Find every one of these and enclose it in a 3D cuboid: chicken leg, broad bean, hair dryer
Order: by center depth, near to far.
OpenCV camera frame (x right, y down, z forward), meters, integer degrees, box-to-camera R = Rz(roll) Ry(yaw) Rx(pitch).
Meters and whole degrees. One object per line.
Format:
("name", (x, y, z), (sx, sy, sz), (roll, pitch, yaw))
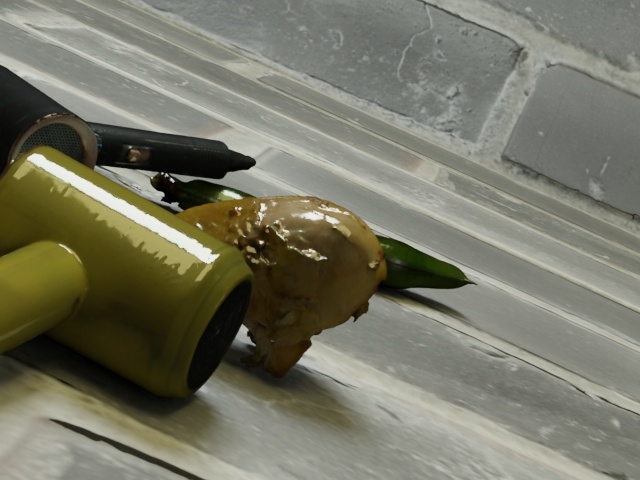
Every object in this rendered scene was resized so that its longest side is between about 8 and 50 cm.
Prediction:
("hair dryer", (-0.139, 0.038, 0.605), (0.135, 0.090, 0.278), (29, 19, 11))
("chicken leg", (-0.065, 0.023, 0.793), (0.207, 0.101, 0.085), (1, 12, -8))
("hair dryer", (-0.159, -0.075, 1.019), (0.255, 0.070, 0.128), (5, 21, -47))
("broad bean", (0.001, 0.000, 1.100), (0.297, 0.043, 0.060), (18, 3, -20))
